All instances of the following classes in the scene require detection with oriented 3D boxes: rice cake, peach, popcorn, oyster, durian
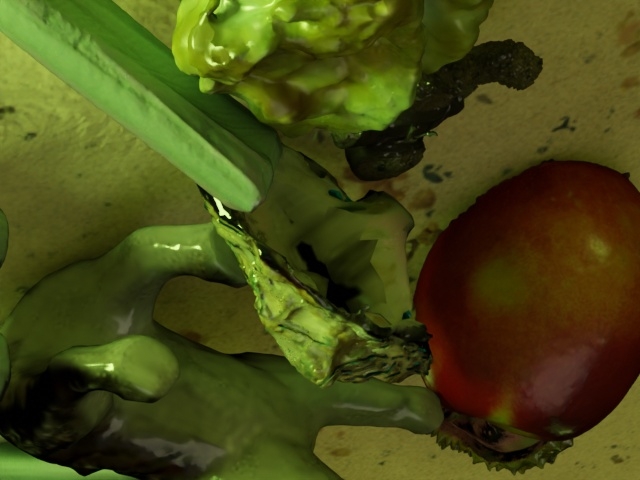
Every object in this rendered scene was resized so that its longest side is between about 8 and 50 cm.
[{"bbox_3d":[-0.116,-0.101,0.937,0.221,0.080,0.042,39,118,-12],"label":"rice cake"},{"bbox_3d":[0.174,0.042,1.288,0.190,0.226,0.196,20,173,-1],"label":"peach"},{"bbox_3d":[0.003,-0.163,0.924,0.204,0.184,0.221,-14,157,12],"label":"popcorn"},{"bbox_3d":[-0.008,0.005,1.088,0.092,0.198,0.259,-42,130,21],"label":"oyster"},{"bbox_3d":[0.187,0.163,1.449,0.186,0.108,0.119,-40,138,22],"label":"durian"}]

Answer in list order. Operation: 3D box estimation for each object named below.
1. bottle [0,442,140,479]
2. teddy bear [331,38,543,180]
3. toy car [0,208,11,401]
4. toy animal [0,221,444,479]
[{"bbox_3d":[-0.260,0.186,1.296,0.253,0.079,0.096,5,117,-30],"label":"bottle"},{"bbox_3d":[0.064,-0.101,1.114,0.119,0.078,0.160,-18,165,-41],"label":"teddy bear"},{"bbox_3d":[-0.304,0.042,0.990,0.172,0.235,0.158,20,138,-40],"label":"toy car"},{"bbox_3d":[-0.114,0.145,1.213,0.302,0.194,0.344,-22,129,36],"label":"toy animal"}]
